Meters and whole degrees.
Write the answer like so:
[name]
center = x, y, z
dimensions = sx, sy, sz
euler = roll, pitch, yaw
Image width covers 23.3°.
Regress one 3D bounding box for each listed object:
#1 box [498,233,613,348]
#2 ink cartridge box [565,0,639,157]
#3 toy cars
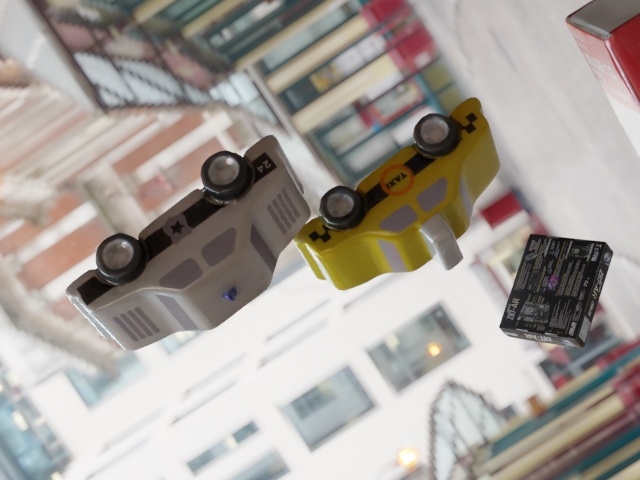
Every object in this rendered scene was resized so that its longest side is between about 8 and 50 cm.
[box]
center = 0.181, 0.038, 1.188
dimensions = 0.067, 0.083, 0.018
euler = 6, 156, 35
[ink cartridge box]
center = 0.331, -0.087, 1.099
dimensions = 0.273, 0.197, 0.114
euler = 58, -178, -16
[toy cars]
center = 0.000, 0.000, 1.167
dimensions = 0.394, 0.176, 0.087
euler = -14, -128, -39
